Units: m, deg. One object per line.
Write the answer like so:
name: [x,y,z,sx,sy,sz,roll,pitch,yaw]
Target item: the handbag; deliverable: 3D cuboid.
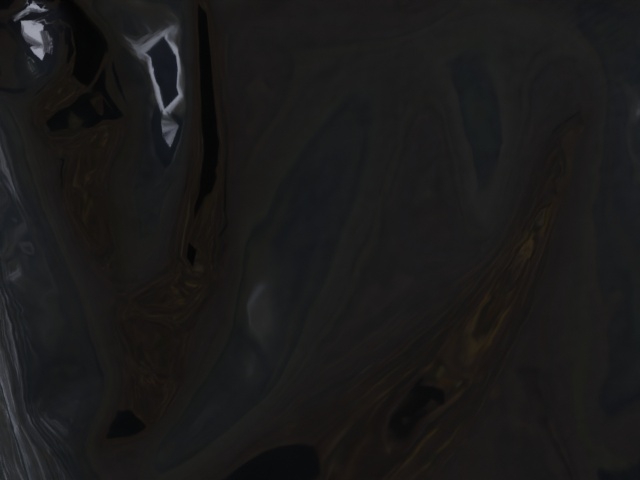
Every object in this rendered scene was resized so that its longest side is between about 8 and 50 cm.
handbag: [-0.002,-0.001,0.509,0.178,0.275,0.302,-132,32,-51]
